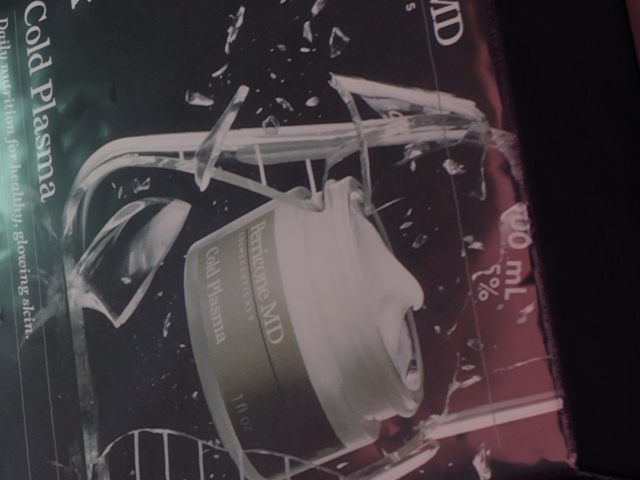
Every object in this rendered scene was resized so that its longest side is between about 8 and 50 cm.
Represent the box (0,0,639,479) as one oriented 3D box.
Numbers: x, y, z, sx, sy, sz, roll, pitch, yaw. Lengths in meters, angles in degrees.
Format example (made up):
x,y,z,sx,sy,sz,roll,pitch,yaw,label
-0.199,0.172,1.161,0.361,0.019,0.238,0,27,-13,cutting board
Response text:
x,y,z,sx,sy,sz,roll,pitch,yaw,label
0.000,0.000,1.260,0.472,0.297,0.480,-18,72,27,box
